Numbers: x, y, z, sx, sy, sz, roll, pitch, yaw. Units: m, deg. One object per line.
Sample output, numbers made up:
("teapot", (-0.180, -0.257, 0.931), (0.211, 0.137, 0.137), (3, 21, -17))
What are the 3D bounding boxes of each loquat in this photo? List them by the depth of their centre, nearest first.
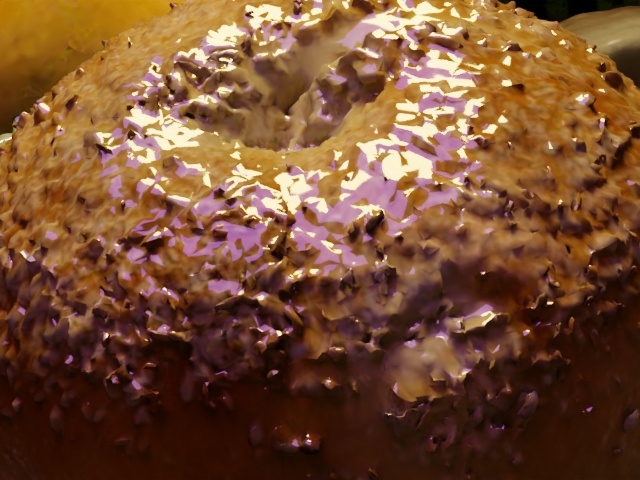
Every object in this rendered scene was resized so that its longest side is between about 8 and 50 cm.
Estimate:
("loquat", (-0.167, -0.120, 0.834), (0.263, 0.263, 0.263), (-14, 19, 5))

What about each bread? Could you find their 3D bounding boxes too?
("bread", (0.000, 0.000, 0.423), (0.305, 0.159, 0.306), (-7, 44, 7))

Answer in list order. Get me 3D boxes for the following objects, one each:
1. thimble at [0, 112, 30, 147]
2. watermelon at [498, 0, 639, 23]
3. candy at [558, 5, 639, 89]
("thimble", (-0.131, 0.001, 0.632), (0.219, 0.150, 0.219), (-15, 19, 5))
("watermelon", (0.243, -0.257, 0.873), (0.285, 0.285, 0.285), (-14, 19, 5))
("candy", (0.143, -0.081, 0.716), (0.233, 0.102, 0.104), (-18, 20, -9))
